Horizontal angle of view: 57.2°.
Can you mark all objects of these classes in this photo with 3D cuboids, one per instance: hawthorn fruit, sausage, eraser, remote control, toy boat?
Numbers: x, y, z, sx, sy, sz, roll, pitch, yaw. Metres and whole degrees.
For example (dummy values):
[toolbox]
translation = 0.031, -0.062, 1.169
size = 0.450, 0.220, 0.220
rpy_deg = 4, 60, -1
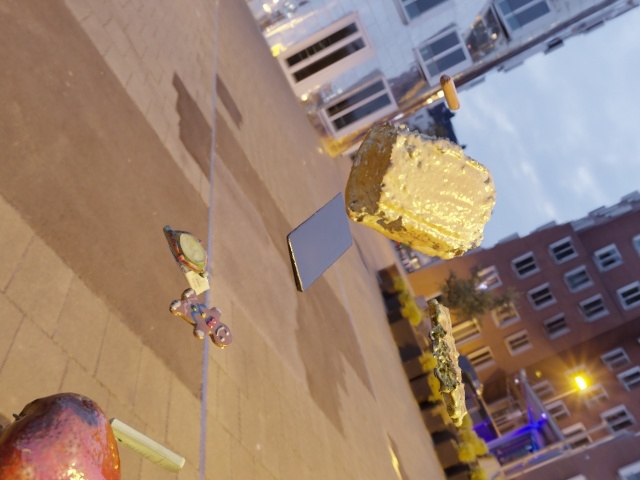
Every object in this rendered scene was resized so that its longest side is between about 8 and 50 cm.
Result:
[hawthorn fruit]
translation = -0.561, 0.517, 1.260
size = 0.285, 0.284, 0.369
rpy_deg = -71, 139, -80
[sausage]
translation = 0.244, -0.279, 1.105
size = 0.026, 0.026, 0.116
rpy_deg = 66, 14, 21
[eraser]
translation = -0.403, 0.077, 1.810
size = 0.124, 0.068, 0.210
rpy_deg = 55, -16, 18
[remote control]
translation = -0.470, 0.544, 1.555
size = 0.233, 0.098, 0.038
rpy_deg = 36, 49, -15
[toy boat]
translation = -0.369, 0.029, 1.643
size = 0.185, 0.089, 0.071
rpy_deg = 53, -32, -13

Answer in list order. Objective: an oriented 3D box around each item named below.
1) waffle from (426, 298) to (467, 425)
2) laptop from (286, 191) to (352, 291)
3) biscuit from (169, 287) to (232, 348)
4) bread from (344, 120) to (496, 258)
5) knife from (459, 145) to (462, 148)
[waffle]
translation = 0.339, 0.323, 1.569
size = 0.312, 0.060, 0.307
rpy_deg = -86, 158, -48
[laptop]
translation = 0.000, 0.000, 1.196
size = 0.197, 0.016, 0.135
rpy_deg = -41, 129, -43
[biscuit]
translation = -0.330, 0.226, 1.684
size = 0.205, 0.031, 0.138
rpy_deg = 46, 30, -4
[bread]
translation = 0.161, -0.073, 0.914
size = 0.245, 0.174, 0.121
rpy_deg = 20, -1, -30
[knife]
translation = 0.296, -0.212, 1.561
size = 0.022, 0.166, 0.078
rpy_deg = 47, 26, -51
